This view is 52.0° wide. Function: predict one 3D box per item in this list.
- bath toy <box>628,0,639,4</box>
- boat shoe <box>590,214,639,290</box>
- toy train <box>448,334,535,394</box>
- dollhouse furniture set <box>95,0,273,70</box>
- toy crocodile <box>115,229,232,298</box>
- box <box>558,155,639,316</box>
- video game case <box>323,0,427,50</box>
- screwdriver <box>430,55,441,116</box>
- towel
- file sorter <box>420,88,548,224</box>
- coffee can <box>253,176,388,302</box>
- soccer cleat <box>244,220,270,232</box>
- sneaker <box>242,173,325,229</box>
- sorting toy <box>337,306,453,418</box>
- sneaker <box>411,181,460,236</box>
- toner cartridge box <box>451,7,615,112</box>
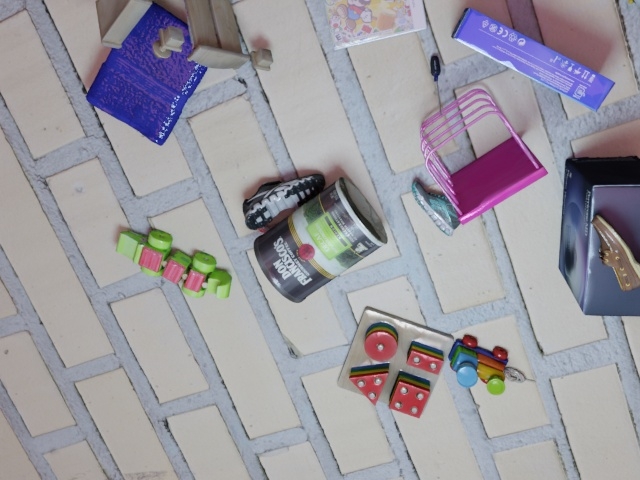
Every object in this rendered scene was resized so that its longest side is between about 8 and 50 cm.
[{"bbox_3d":[0.641,-0.596,1.395,0.348,0.151,0.129,30,145,-1],"label":"bath toy"},{"bbox_3d":[0.595,0.029,1.325,0.060,0.064,0.178,-35,101,18],"label":"boat shoe"},{"bbox_3d":[0.463,0.356,1.721,0.248,0.143,0.105,22,110,1],"label":"toy train"},{"bbox_3d":[-0.323,-0.533,1.545,0.174,0.356,0.303,-27,70,44],"label":"dollhouse furniture set"},{"bbox_3d":[-0.397,0.069,1.777,0.341,0.105,0.115,26,110,0],"label":"toy crocodile"},{"bbox_3d":[0.661,-0.020,1.488,0.183,0.294,0.296,-1,107,9],"label":"box"},{"bbox_3d":[0.119,-0.572,1.529,0.227,0.026,0.206,-10,106,12],"label":"video game case"},{"bbox_3d":[0.268,-0.359,1.523,0.025,0.170,0.024,11,153,-15],"label":"screwdriver"},{"bbox_3d":[-0.419,-0.422,1.641,0.228,0.076,0.308,32,110,-10],"label":"towel"},{"bbox_3d":[0.342,-0.206,1.467,0.202,0.290,0.182,-33,106,17],"label":"file sorter"},{"bbox_3d":[0.000,0.000,1.644,0.275,0.201,0.201,-36,100,17],"label":"coffee can"},{"bbox_3d":[-0.163,-0.047,1.744,0.083,0.029,0.035,33,114,2],"label":"soccer cleat"},{"bbox_3d":[-0.103,-0.121,1.683,0.234,0.106,0.078,-30,135,-5],"label":"sneaker"},{"bbox_3d":[0.200,0.346,1.786,0.255,0.089,0.257,19,110,2],"label":"sorting toy"},{"bbox_3d":[0.297,-0.092,1.651,0.076,0.065,0.166,-42,101,2],"label":"sneaker"},{"bbox_3d":[0.463,-0.406,1.459,0.348,0.165,0.075,27,110,0],"label":"toner cartridge box"}]
